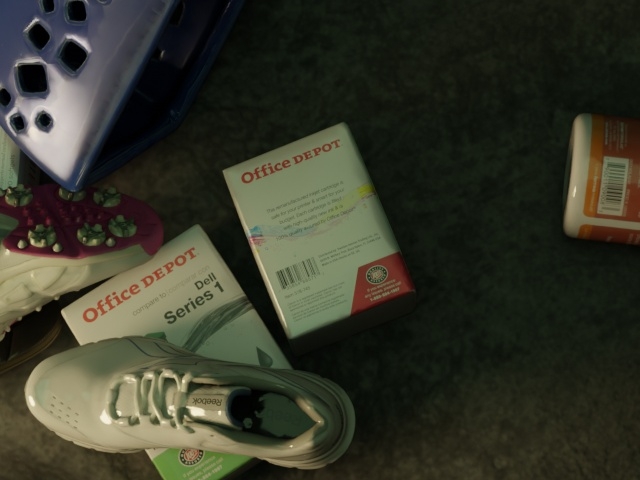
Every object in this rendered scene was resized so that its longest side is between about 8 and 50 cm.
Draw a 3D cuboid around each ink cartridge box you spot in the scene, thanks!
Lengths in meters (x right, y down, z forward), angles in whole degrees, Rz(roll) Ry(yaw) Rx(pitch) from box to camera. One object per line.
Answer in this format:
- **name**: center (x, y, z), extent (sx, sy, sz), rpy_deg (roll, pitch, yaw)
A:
- **ink cartridge box**: center (0.000, 0.000, 1.841), extent (0.128, 0.127, 0.176), rpy_deg (-21, 80, -1)
- **ink cartridge box**: center (-0.121, 0.118, 1.841), extent (0.160, 0.092, 0.219), rpy_deg (-33, 81, -4)

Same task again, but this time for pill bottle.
- **pill bottle**: center (0.341, -0.051, 1.844), extent (0.216, 0.121, 0.121), rpy_deg (7, 80, 3)

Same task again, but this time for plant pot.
- **plant pot**: center (-0.212, -0.219, 1.798), extent (0.212, 0.236, 0.236), rpy_deg (35, 117, 7)

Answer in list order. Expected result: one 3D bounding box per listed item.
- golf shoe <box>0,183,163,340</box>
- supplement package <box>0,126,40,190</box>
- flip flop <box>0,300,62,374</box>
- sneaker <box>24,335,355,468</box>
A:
- **golf shoe**: center (-0.296, 0.031, 1.801), extent (0.306, 0.140, 0.115), rpy_deg (-8, 40, -10)
- **supplement package**: center (-0.366, -0.086, 1.882), extent (0.179, 0.105, 0.105), rpy_deg (2, 81, 3)
- **flip flop**: center (-0.378, 0.117, 1.865), extent (0.277, 0.080, 0.112), rpy_deg (-25, 74, -18)
- **sneaker**: center (-0.117, 0.138, 1.725), extent (0.297, 0.129, 0.111), rpy_deg (4, 82, 3)
